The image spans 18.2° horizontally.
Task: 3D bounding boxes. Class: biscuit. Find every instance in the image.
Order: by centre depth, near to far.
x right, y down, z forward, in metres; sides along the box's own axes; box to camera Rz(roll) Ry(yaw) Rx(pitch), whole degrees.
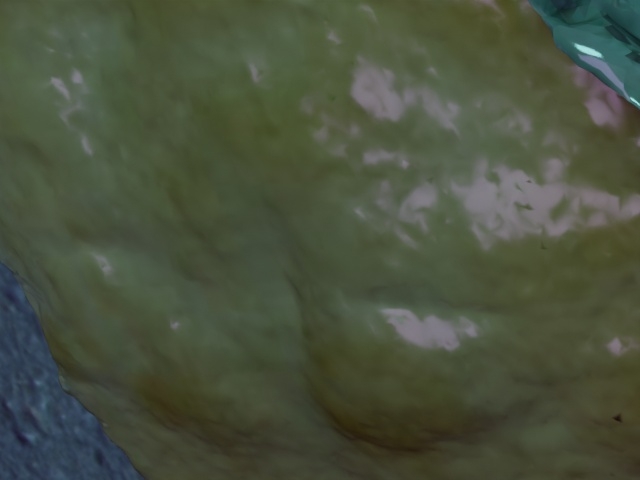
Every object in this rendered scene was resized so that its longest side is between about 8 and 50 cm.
[{"bbox_3d":[-0.001,0.001,0.948,0.446,0.104,0.429,4,123,33],"label":"biscuit"}]

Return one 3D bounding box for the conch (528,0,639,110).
[{"bbox_3d":[0.206,-0.109,0.698,0.249,0.197,0.368,-35,83,51],"label":"conch"}]
